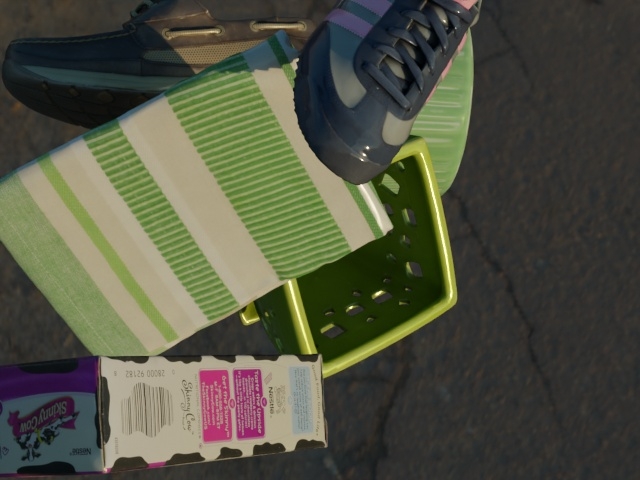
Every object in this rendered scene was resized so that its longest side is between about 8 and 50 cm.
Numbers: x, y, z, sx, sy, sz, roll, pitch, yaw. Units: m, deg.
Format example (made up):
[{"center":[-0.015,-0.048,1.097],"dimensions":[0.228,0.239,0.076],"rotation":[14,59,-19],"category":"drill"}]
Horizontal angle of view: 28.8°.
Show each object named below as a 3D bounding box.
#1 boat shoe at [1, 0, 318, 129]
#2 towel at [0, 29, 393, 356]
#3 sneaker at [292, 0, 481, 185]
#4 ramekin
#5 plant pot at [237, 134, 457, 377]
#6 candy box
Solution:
[{"center":[-0.157,-0.190,1.325],"dimensions":[0.355,0.132,0.130],"rotation":[2,75,-21],"category":"boat shoe"},{"center":[-0.122,-0.028,1.179],"dimensions":[0.324,0.248,0.038],"rotation":[-27,32,5],"category":"towel"},{"center":[0.073,-0.178,1.029],"dimensions":[0.112,0.131,0.319],"rotation":[42,41,-21],"category":"sneaker"},{"center":[0.102,-0.195,1.686],"dimensions":[0.148,0.303,0.303],"rotation":[3,49,-8],"category":"ramekin"},{"center":[0.000,0.000,1.486],"dimensions":[0.228,0.227,0.207],"rotation":[-26,27,-27],"category":"plant pot"},{"center":[-0.123,0.115,0.834],"dimensions":[0.233,0.159,0.071],"rotation":[6,78,-56],"category":"candy box"}]
